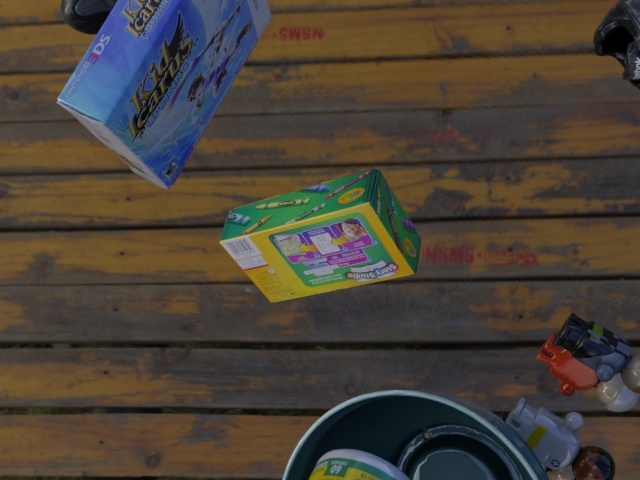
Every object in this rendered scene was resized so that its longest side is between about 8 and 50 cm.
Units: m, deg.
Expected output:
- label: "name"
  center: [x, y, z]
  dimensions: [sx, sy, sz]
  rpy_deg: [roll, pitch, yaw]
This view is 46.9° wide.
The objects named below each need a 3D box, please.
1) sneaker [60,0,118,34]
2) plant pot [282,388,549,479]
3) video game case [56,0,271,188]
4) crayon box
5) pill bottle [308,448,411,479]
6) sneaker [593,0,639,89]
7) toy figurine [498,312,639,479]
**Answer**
- label: "sneaker"
  center: [-0.262, -0.356, 0.928]
  dimensions: [0.132, 0.086, 0.229]
  rpy_deg: [31, 67, 26]
- label: "plant pot"
  center: [0.125, 0.299, 0.805]
  dimensions: [0.293, 0.196, 0.293]
  rpy_deg: [-2, 86, 25]
- label: "video game case"
  center: [-0.157, -0.212, 0.834]
  dimensions: [0.061, 0.244, 0.269]
  rpy_deg: [27, 82, 9]
- label: "crayon box"
  center: [0.000, 0.000, 1.180]
  dimensions: [0.278, 0.165, 0.081]
  rpy_deg: [-14, 42, 28]
- label: "pill bottle"
  center: [0.010, 0.314, 0.695]
  dimensions: [0.117, 0.118, 0.208]
  rpy_deg: [22, 46, 11]
- label: "sneaker"
  center: [0.482, -0.242, 0.978]
  dimensions: [0.135, 0.098, 0.276]
  rpy_deg: [-40, 56, -11]
- label: "toy figurine"
  center: [0.331, 0.217, 0.948]
  dimensions: [0.148, 0.209, 0.213]
  rpy_deg: [32, 75, 15]
